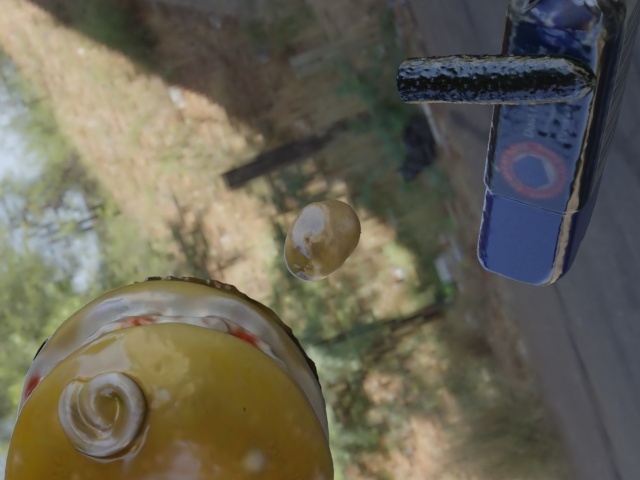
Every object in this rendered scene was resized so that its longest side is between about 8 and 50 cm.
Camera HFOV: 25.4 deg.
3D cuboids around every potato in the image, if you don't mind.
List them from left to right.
[{"bbox_3d":[0.000,0.000,1.343,0.068,0.083,0.062,-2,123,40],"label":"potato"}]

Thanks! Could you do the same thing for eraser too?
[{"bbox_3d":[0.217,-0.124,1.282,0.332,0.102,0.155,93,-159,-45],"label":"eraser"}]

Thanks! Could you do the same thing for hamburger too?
[{"bbox_3d":[-0.136,0.189,1.112,0.261,0.303,0.186,53,-168,-16],"label":"hamburger"}]

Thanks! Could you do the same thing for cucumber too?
[{"bbox_3d":[0.107,-0.097,0.850,0.133,0.032,0.032,4,124,39],"label":"cucumber"}]
